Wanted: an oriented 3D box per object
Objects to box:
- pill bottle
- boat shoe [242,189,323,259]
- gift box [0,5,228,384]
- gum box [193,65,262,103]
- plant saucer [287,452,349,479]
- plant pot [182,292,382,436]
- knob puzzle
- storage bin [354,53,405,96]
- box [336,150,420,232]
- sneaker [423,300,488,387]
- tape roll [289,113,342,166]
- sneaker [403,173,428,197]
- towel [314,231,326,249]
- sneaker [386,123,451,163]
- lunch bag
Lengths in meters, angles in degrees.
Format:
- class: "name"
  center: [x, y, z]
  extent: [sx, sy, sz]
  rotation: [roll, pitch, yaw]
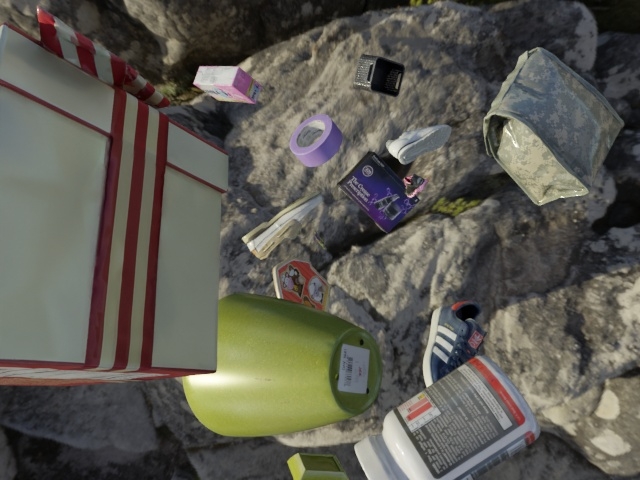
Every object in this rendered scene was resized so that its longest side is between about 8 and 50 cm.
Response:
- class: "pill bottle"
  center: [0.272, 0.434, 1.091]
  extent: [0.363, 0.210, 0.210]
  rotation: [-32, 93, -2]
- class: "boat shoe"
  center: [-0.109, -0.052, 1.635]
  extent: [0.302, 0.113, 0.103]
  rotation: [-34, 96, 8]
- class: "gift box"
  center: [-0.241, -0.016, 0.415]
  extent: [0.255, 0.276, 0.258]
  rotation: [-11, 68, 24]
- class: "gum box"
  center: [-0.285, -0.472, 1.489]
  extent: [0.188, 0.107, 0.062]
  rotation: [16, 84, 36]
- class: "plant saucer"
  center: [-0.003, 0.761, 1.643]
  extent: [0.188, 0.188, 0.045]
  rotation: [9, 88, -13]
- class: "plant pot"
  center: [-0.048, 0.225, 0.876]
  extent: [0.293, 0.274, 0.275]
  rotation: [-9, 95, 43]
- class: "knob puzzle"
  center: [-0.037, 0.118, 1.134]
  extent: [0.030, 0.213, 0.213]
  rotation: [-21, 94, 32]
- class: "storage bin"
  center: [0.220, -0.612, 1.832]
  extent: [0.084, 0.180, 0.122]
  rotation: [26, 111, 39]
- class: "box"
  center: [0.220, -0.185, 1.883]
  extent: [0.261, 0.103, 0.184]
  rotation: [43, 91, -12]
- class: "sneaker"
  center: [0.380, 0.300, 1.344]
  extent: [0.148, 0.350, 0.131]
  rotation: [-30, 120, 36]
- class: "tape roll"
  center: [-0.017, -0.374, 1.840]
  extent: [0.189, 0.189, 0.080]
  rotation: [-43, 134, 4]
- class: "sneaker"
  center: [0.252, -0.156, 1.357]
  extent: [0.057, 0.119, 0.047]
  rotation: [31, 77, -4]
- class: "towel"
  center: [0.000, 0.000, 1.886]
  extent: [0.009, 0.083, 0.060]
  rotation: [-37, 114, 9]
- class: "sneaker"
  center: [0.334, -0.343, 1.650]
  extent: [0.235, 0.095, 0.090]
  rotation: [-24, 138, -19]
- class: "lunch bag"
  center: [0.507, -0.264, 1.121]
  extent: [0.287, 0.169, 0.235]
  rotation: [42, 69, -14]
